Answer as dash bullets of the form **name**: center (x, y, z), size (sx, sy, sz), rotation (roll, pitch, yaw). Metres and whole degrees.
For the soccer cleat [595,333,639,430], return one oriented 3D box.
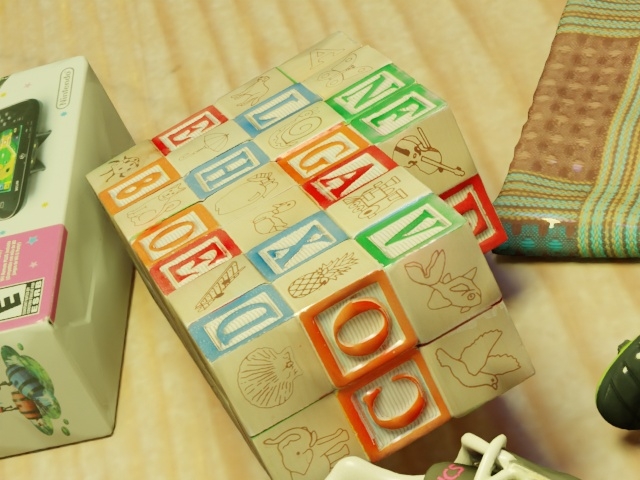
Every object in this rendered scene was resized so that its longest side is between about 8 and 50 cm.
- **soccer cleat**: center (0.216, 0.051, 0.872), size (0.179, 0.060, 0.072), rotation (-23, 42, -2)

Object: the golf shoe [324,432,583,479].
- **golf shoe**: center (0.091, 0.136, 0.720), size (0.105, 0.120, 0.273), rotation (-48, 16, -29)

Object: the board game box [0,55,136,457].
- **board game box**: center (-0.267, 0.030, 1.099), size (0.303, 0.097, 0.224), rotation (-14, 42, 14)

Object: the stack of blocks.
- **stack of blocks**: center (0.000, 0.000, 0.944), size (0.171, 0.087, 0.297), rotation (-29, 24, -6)

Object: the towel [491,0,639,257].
- **towel**: center (0.293, -0.094, 1.002), size (0.370, 0.040, 0.271), rotation (0, 46, 26)
